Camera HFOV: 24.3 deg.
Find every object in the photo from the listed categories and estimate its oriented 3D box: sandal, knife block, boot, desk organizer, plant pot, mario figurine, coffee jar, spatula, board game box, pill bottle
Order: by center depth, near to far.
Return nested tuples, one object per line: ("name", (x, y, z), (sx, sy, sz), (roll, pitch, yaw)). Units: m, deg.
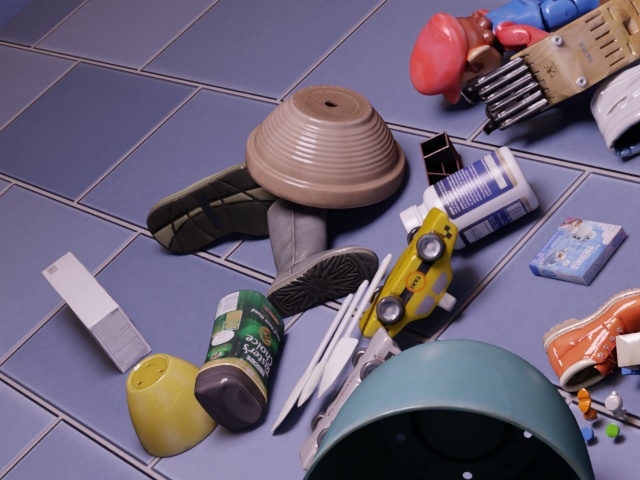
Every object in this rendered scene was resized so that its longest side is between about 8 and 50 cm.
("plant pot", (0.136, 0.234, 1.481), (0.293, 0.293, 0.235), (-22, 18, 18))
("boot", (0.330, 0.114, 1.676), (0.158, 0.059, 0.084), (-31, 33, 19))
("board game box", (0.320, 0.012, 1.854), (0.090, 0.020, 0.090), (13, 53, 48))
("spatula", (0.023, 0.128, 1.901), (0.242, 0.019, 0.168), (-58, 5, -39))
("boot", (0.482, -0.197, 1.946), (0.258, 0.095, 0.123), (-30, 36, 21))
("coffee jar", (-0.107, 0.158, 1.965), (0.079, 0.096, 0.184), (-19, 34, 26))
("pill bottle", (0.195, -0.046, 1.976), (0.169, 0.094, 0.094), (-28, 32, 7))
("plant pot", (-0.206, 0.207, 1.986), (0.134, 0.095, 0.134), (-23, 32, 16))
("knife block", (0.340, -0.251, 2.092), (0.276, 0.088, 0.242), (-31, 4, -16))
("desk organizer", (0.176, -0.097, 2.105), (0.047, 0.050, 0.130), (-25, 32, 13))
("boot", (0.000, -0.002, 2.112), (0.190, 0.076, 0.208), (-20, 32, 21))
("plant pot", (0.012, -0.153, 2.171), (0.237, 0.109, 0.237), (6, 33, -4))
("mario figurine", (0.286, -0.292, 2.250), (0.321, 0.170, 0.198), (-25, -6, -6))
("sandal", (-0.136, -0.064, 2.289), (0.303, 0.120, 0.086), (-12, 23, 31))

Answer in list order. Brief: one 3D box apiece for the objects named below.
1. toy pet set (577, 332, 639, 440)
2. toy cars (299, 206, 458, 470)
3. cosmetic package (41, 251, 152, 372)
("toy pet set", (0.347, 0.158, 1.615), (0.122, 0.065, 0.114), (-12, 72, 35))
("toy cars", (0.093, 0.130, 1.828), (0.176, 0.087, 0.393), (-50, 11, 52))
("cosmetic package", (-0.339, 0.105, 2.248), (0.060, 0.099, 0.239), (-37, 32, -11))
